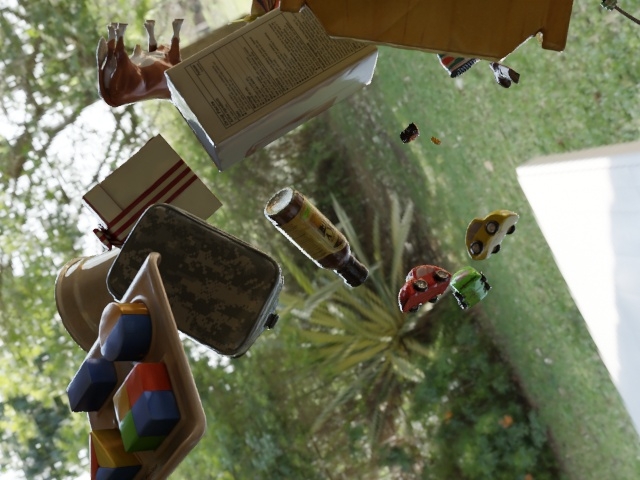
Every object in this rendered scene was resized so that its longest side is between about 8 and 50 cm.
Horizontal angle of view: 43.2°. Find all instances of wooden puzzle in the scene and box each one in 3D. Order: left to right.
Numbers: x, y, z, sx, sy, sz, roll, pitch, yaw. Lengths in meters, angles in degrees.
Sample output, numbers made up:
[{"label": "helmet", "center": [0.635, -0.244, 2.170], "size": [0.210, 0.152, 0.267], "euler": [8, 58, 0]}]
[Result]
[{"label": "wooden puzzle", "center": [-0.308, 0.239, 1.253], "size": [0.081, 0.322, 0.347], "euler": [9, -136, -35]}]

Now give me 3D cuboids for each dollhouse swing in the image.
[{"label": "dollhouse swing", "center": [0.152, -0.390, 1.103], "size": [0.305, 0.347, 0.315], "euler": [-21, -60, -85]}]

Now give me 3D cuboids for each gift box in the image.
[{"label": "gift box", "center": [-0.392, -0.060, 1.864], "size": [0.276, 0.258, 0.255], "euler": [49, 168, -7]}]

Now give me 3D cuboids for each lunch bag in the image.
[{"label": "lunch bag", "center": [-0.228, 0.083, 1.549], "size": [0.305, 0.212, 0.256], "euler": [26, 169, 6]}]

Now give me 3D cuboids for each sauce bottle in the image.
[{"label": "sauce bottle", "center": [0.000, 0.000, 2.131], "size": [0.344, 0.111, 0.111], "euler": [43, -171, -33]}]

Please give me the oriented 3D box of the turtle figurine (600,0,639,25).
[{"label": "turtle figurine", "center": [0.619, -0.579, 1.877], "size": [0.274, 0.266, 0.197], "euler": [51, -145, -56]}]

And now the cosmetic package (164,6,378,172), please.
[{"label": "cosmetic package", "center": [-0.075, -0.255, 1.271], "size": [0.153, 0.296, 0.129], "euler": [57, 169, 11]}]

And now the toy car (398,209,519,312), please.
[{"label": "toy car", "center": [0.233, 0.054, 1.353], "size": [0.053, 0.239, 0.225], "euler": [50, 179, 29]}]

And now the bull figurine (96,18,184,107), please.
[{"label": "bull figurine", "center": [-0.357, -0.369, 1.711], "size": [0.310, 0.101, 0.188], "euler": [-35, -53, -61]}]

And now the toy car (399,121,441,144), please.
[{"label": "toy car", "center": [0.269, -0.267, 2.161], "size": [0.041, 0.060, 0.122], "euler": [10, -155, -49]}]

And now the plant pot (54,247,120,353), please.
[{"label": "plant pot", "center": [-0.494, 0.127, 2.218], "size": [0.334, 0.306, 0.333], "euler": [42, -149, -32]}]

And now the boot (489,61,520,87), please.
[{"label": "boot", "center": [0.520, -0.444, 2.217], "size": [0.106, 0.037, 0.114], "euler": [40, -177, -32]}]

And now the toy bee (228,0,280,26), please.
[{"label": "toy bee", "center": [-0.137, -0.489, 1.864], "size": [0.162, 0.298, 0.195], "euler": [32, -159, 37]}]

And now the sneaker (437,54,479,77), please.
[{"label": "sneaker", "center": [0.331, -0.430, 1.790], "size": [0.075, 0.161, 0.057], "euler": [52, 169, 15]}]
